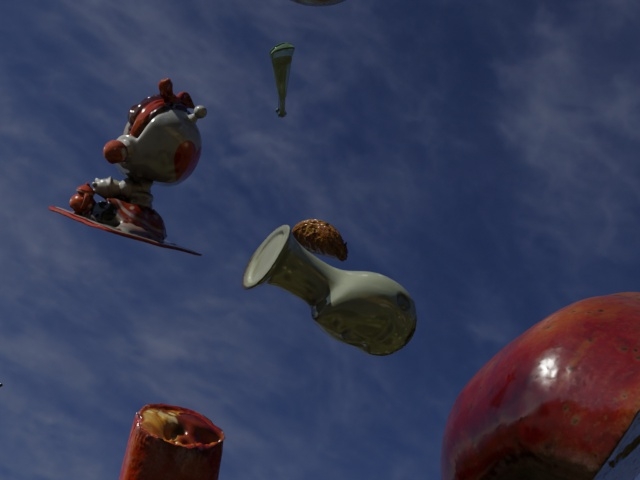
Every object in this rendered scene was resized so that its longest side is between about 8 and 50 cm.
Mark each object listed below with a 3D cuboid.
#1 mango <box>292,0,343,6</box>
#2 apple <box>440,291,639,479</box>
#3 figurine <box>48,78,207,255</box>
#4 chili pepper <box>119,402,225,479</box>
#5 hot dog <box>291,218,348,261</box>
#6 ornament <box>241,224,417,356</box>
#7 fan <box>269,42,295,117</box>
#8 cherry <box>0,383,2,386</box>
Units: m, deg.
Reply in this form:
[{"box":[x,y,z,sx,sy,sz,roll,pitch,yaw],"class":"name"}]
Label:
[{"box":[0.015,-0.383,1.275,0.111,0.233,0.125,9,-68,46],"class":"mango"},{"box":[0.310,0.219,1.079,0.329,0.365,0.295,-20,-84,54],"class":"apple"},{"box":[-0.240,-0.115,1.330,0.160,0.226,0.183,19,1,38],"class":"figurine"},{"box":[-0.139,0.245,0.833,0.086,0.084,0.192,12,-84,4],"class":"chili pepper"},{"box":[0.000,0.000,1.192,0.083,0.035,0.058,15,-27,35],"class":"hot dog"},{"box":[0.015,0.052,0.834,0.156,0.081,0.075,31,-51,-19],"class":"ornament"},{"box":[-0.062,-0.245,1.461,0.038,0.016,0.193,-17,-22,-11],"class":"fan"},{"box":[-0.368,0.196,0.684,0.213,0.266,0.183,-27,-70,32],"class":"cherry"}]
